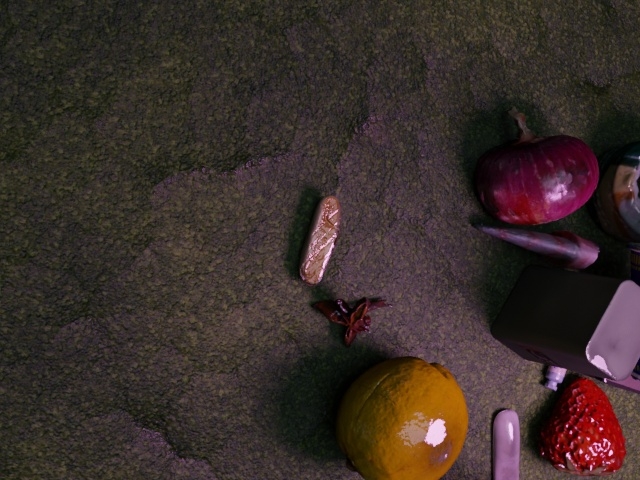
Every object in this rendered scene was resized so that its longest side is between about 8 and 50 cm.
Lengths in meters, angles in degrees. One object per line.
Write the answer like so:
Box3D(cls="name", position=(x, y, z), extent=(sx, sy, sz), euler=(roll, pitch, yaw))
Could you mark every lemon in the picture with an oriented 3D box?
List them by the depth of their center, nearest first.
Box3D(cls="lemon", position=(0.183, 0.405, 1.408), extent=(0.297, 0.297, 0.296), euler=(0, 90, -17))

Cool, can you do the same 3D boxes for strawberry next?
Box3D(cls="strawberry", position=(0.674, 0.476, 1.622), extent=(0.205, 0.205, 0.244), euler=(19, 63, -16))

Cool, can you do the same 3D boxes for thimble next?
Box3D(cls="thimble", position=(0.856, -0.123, 1.660), extent=(0.288, 0.167, 0.254), euler=(39, 81, -12))

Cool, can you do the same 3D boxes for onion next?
Box3D(cls="onion", position=(0.530, -0.150, 1.534), extent=(0.256, 0.230, 0.272), euler=(-47, 110, -11))

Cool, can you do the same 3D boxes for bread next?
Box3D(cls="bread", position=(0.000, 0.001, 1.464), extent=(0.073, 0.053, 0.214), euler=(16, 89, -12))

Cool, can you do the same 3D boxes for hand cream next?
Box3D(cls="hand cream", position=(0.633, 0.309, 1.660), extent=(0.065, 0.043, 0.170), euler=(26, 81, -12))

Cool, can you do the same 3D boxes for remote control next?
Box3D(cls="remote control", position=(0.482, 0.549, 1.616), extent=(0.073, 0.044, 0.229), euler=(0, 90, -19))

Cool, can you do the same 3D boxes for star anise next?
Box3D(cls="star anise", position=(0.090, 0.157, 1.487), extent=(0.140, 0.158, 0.144), euler=(53, 43, -20))

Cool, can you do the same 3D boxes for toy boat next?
Box3D(cls="toy boat", position=(0.524, -0.001, 1.560), extent=(0.282, 0.206, 0.096), euler=(18, 96, -1))

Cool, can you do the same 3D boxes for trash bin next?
Box3D(cls="trash bin", position=(0.591, 0.188, 1.492), extent=(0.158, 0.343, 0.222), euler=(34, 82, -12))

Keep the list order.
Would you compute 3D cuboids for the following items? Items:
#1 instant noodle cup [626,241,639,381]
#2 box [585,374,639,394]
Box3D(cls="instant noodle cup", position=(0.838, 0.178, 1.459), extent=(0.284, 0.284, 0.312), euler=(3, 98, -17))
Box3D(cls="box", position=(0.803, 0.261, 1.654), extent=(0.188, 0.153, 0.252), euler=(19, 85, -14))
